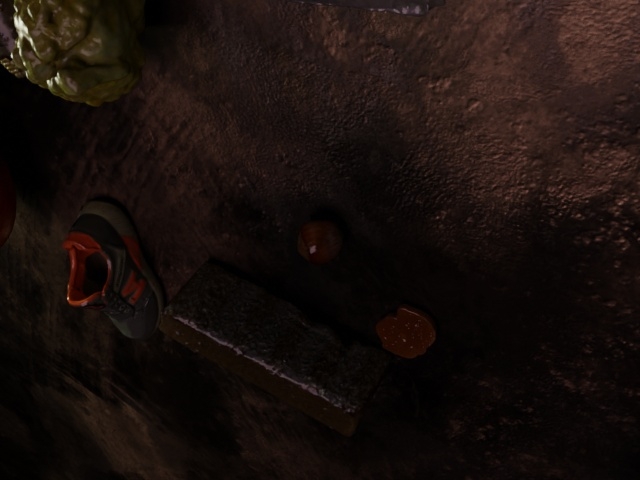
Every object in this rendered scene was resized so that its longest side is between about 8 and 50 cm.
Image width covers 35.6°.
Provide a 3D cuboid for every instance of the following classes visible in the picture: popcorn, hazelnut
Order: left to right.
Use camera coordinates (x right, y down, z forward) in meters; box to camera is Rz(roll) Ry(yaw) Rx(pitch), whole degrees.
[{"bbox_3d":[-0.367,-0.323,1.527,0.195,0.255,0.256,-10,133,20],"label":"popcorn"},{"bbox_3d":[0.000,0.000,1.714,0.086,0.086,0.086,16,133,18],"label":"hazelnut"}]

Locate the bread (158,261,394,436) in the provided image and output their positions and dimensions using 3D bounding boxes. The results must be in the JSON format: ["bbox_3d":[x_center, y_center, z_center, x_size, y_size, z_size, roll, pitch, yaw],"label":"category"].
[{"bbox_3d":[-0.083,0.194,1.858,0.416,0.165,0.113,27,137,6],"label":"bread"}]

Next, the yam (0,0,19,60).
[{"bbox_3d":[-0.529,-0.430,1.592,0.131,0.131,0.280,-5,117,33],"label":"yam"}]

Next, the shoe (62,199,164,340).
[{"bbox_3d":[-0.420,0.097,1.963,0.132,0.171,0.336,6,129,25],"label":"shoe"}]

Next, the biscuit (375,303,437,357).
[{"bbox_3d":[0.156,0.165,1.799,0.102,0.019,0.130,37,135,-3],"label":"biscuit"}]

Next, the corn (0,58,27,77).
[{"bbox_3d":[-0.580,-0.406,1.691,0.086,0.086,0.288,-13,121,37],"label":"corn"}]

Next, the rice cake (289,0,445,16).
[{"bbox_3d":[0.003,-0.369,1.406,0.365,0.056,0.073,10,131,22],"label":"rice cake"}]

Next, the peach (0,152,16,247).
[{"bbox_3d":[-0.736,-0.091,1.926,0.281,0.281,0.338,13,132,21],"label":"peach"}]
